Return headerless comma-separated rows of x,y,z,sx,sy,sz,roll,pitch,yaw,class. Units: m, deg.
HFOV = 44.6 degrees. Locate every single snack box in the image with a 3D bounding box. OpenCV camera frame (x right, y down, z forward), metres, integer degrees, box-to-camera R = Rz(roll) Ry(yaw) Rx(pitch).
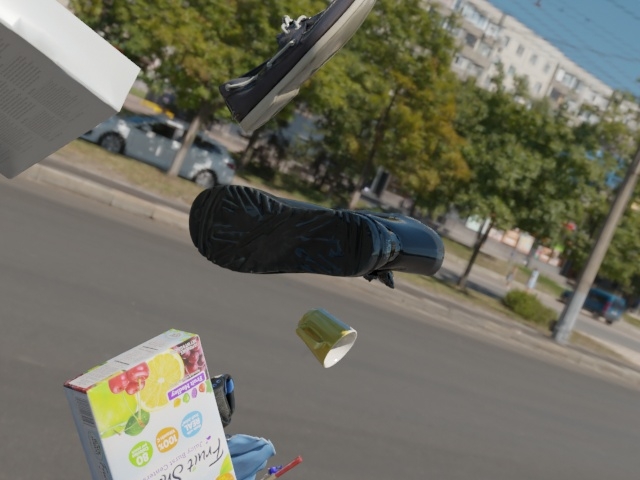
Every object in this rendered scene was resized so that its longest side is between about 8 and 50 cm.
-0.122,0.151,0.584,0.037,0.141,0.100,3,20,44,snack box

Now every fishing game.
-0.148,0.288,0.976,0.264,0.189,0.041,31,25,-52,fishing game

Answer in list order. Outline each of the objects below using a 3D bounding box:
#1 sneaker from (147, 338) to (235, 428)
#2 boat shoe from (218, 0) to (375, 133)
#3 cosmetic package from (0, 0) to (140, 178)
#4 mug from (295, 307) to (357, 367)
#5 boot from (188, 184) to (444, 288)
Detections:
-0.230,0.256,1.452,0.216,0.121,0.079,59,9,13,sneaker
-0.029,-0.198,0.797,0.065,0.206,0.075,49,27,2,boat shoe
-0.496,-0.254,1.182,0.377,0.097,0.284,-16,-42,43,cosmetic package
0.003,0.118,1.009,0.064,0.062,0.078,41,-15,24,mug
0.000,0.000,0.906,0.247,0.094,0.207,8,0,28,boot
